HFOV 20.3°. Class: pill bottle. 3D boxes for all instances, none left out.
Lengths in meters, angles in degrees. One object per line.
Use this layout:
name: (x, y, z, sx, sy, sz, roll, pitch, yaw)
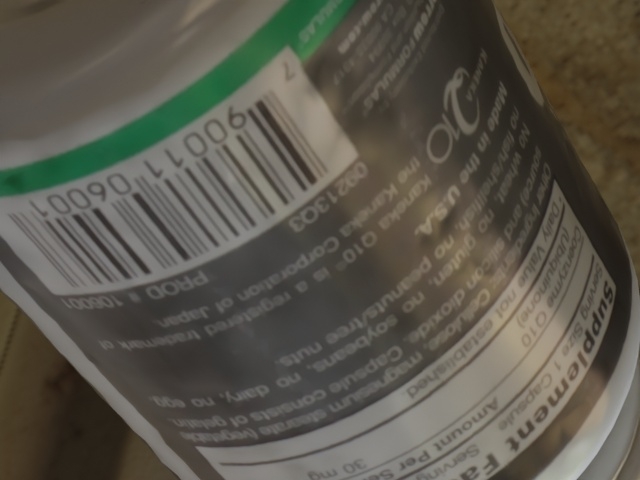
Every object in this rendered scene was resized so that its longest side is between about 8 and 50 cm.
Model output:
pill bottle: (0.000, 0.000, 0.678, 0.361, 0.204, 0.204, 55, -150, -41)
